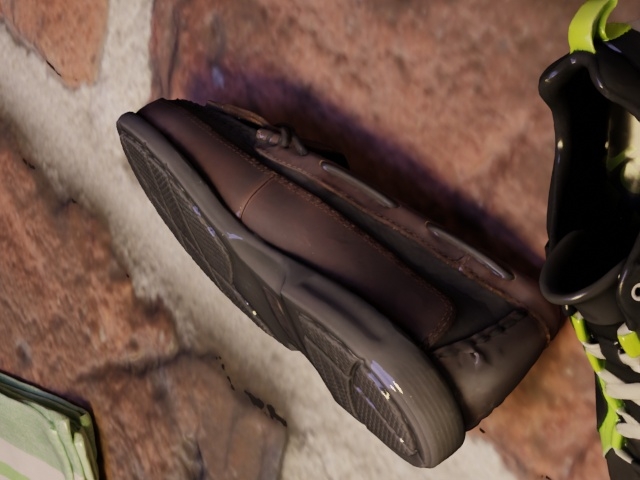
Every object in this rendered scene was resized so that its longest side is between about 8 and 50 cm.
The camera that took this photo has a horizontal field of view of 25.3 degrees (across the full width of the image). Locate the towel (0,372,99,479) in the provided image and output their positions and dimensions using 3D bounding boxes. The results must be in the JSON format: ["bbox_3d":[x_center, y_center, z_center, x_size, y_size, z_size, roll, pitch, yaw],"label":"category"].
[{"bbox_3d":[-0.231,0.271,1.126,0.248,0.038,0.324,9,106,53],"label":"towel"}]

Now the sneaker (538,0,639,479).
[{"bbox_3d":[0.116,0.026,0.544,0.084,0.097,0.234,4,102,53],"label":"sneaker"}]

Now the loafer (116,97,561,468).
[{"bbox_3d":[0.000,0.000,0.723,0.302,0.095,0.109,41,160,46],"label":"loafer"}]
